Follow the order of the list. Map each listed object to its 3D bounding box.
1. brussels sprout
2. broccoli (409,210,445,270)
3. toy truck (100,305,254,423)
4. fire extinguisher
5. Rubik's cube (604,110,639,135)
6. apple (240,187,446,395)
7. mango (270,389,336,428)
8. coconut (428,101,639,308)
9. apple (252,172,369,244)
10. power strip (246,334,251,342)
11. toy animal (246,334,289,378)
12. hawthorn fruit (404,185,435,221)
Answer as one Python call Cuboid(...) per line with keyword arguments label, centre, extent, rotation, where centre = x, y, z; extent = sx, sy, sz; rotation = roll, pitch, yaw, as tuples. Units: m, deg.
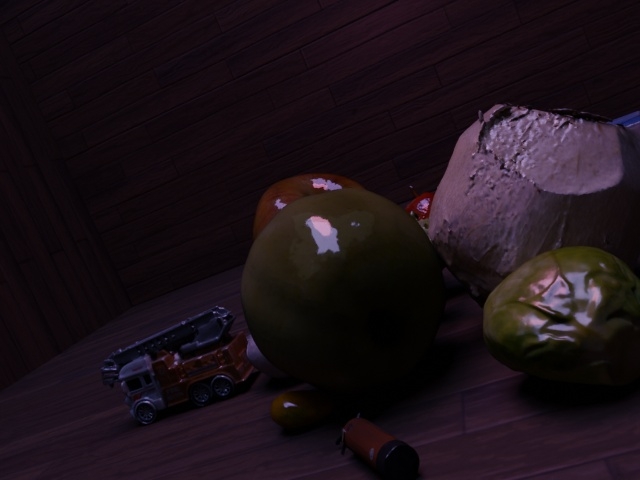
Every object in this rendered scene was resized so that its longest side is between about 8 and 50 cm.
Cuboid(label="brussels sprout", centre=(0.315, 0.100, 0.793), extent=(0.223, 0.161, 0.223), rotation=(-18, 10, 3))
Cuboid(label="broccoli", centre=(0.286, 0.014, 1.385), extent=(0.397, 0.274, 0.353), rotation=(-18, 27, -17))
Cuboid(label="toy truck", centre=(-0.325, 0.280, 1.374), extent=(0.338, 0.184, 0.133), rotation=(-21, 6, 15))
Cuboid(label="fire extinguisher", centre=(0.065, 0.270, 0.798), extent=(0.062, 0.050, 0.177), rotation=(-64, 17, -11))
Cuboid(label="Rubik's cube", centre=(0.690, -0.169, 1.442), extent=(0.205, 0.207, 0.205), rotation=(-18, 8, 28))
Cuboid(label="apple", centre=(0.044, 0.088, 1.045), extent=(0.357, 0.357, 0.357), rotation=(-23, 7, 3))
Cuboid(label="mango", centre=(-0.028, 0.276, 1.002), extent=(0.114, 0.057, 0.079), rotation=(-15, 0, 20))
Cuboid(label="coconut", centre=(0.364, -0.039, 1.033), extent=(0.347, 0.360, 0.346), rotation=(13, 12, -3))
Cuboid(label="apple", centre=(0.000, 0.000, 1.753), extent=(0.401, 0.333, 0.400), rotation=(-1, 36, 1))
Cuboid(label="power strip", centre=(-0.226, 0.296, 1.578), extent=(0.060, 0.027, 0.253), rotation=(-18, 8, 40))
Cuboid(label="toy animal", centre=(-0.043, 0.180, 1.326), extent=(0.289, 0.174, 0.249), rotation=(-25, 19, -24))
Cuboid(label="hawthorn fruit", centre=(0.307, -0.058, 1.757), extent=(0.197, 0.225, 0.196), rotation=(-22, -6, -2))
